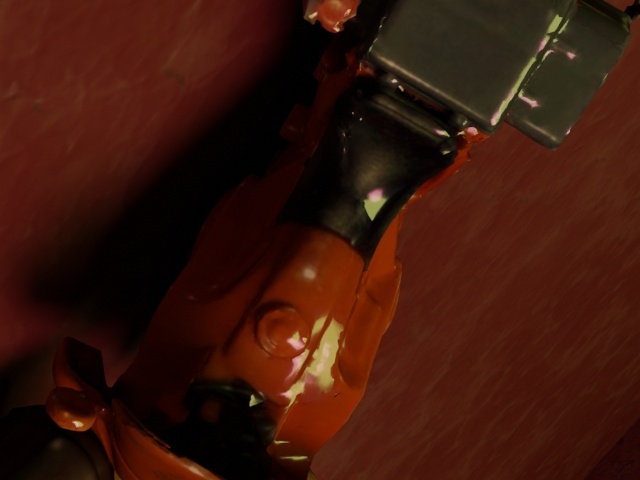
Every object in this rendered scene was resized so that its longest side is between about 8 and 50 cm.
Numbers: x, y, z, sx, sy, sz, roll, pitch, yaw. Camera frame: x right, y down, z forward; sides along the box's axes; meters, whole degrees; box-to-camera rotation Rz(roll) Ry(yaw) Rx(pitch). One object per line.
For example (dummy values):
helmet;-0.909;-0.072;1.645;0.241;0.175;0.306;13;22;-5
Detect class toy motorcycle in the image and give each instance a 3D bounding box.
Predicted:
toy motorcycle;0.000;0.000;0.488;0.326;0.147;0.221;-59;-174;19

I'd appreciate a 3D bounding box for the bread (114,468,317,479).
bread;-0.103;0.171;0.635;0.211;0.114;0.083;-29;154;-28

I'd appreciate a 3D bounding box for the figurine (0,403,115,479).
figurine;-0.224;0.196;0.417;0.365;0.206;0.218;-52;137;-59
